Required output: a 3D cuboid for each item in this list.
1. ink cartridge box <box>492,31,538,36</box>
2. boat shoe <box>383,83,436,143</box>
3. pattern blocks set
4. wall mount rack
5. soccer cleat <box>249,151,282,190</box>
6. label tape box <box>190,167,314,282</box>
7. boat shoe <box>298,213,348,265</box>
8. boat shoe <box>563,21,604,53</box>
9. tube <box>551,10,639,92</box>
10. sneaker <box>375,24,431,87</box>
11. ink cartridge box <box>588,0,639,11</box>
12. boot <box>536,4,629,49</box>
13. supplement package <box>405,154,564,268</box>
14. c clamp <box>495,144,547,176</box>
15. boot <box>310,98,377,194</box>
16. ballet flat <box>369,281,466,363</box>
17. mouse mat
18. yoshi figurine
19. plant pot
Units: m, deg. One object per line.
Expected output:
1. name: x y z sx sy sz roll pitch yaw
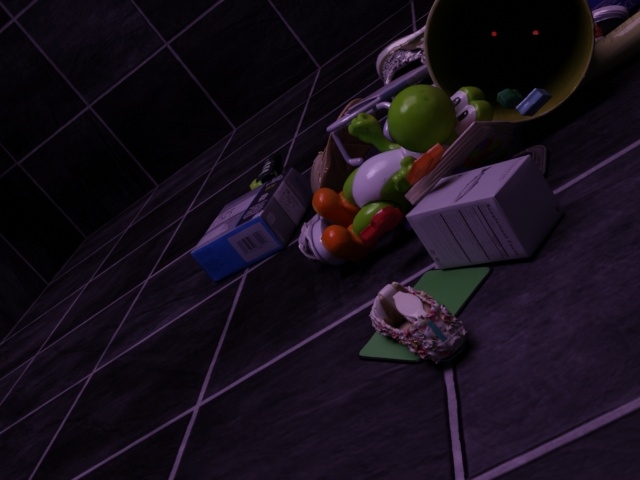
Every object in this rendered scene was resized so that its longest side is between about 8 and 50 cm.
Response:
1. ink cartridge box: 0.374 -0.400 1.753 0.239 0.060 0.275 -36 33 13
2. boat shoe: 0.239 -0.305 1.851 0.226 0.083 0.076 -44 17 -18
3. pattern blocks set: 0.222 -0.118 1.291 0.285 0.026 0.325 -18 -26 -47
4. wall mount rack: 0.192 -0.260 1.583 0.350 0.130 0.304 -38 13 -34
5. soccer cleat: -0.148 -0.201 2.431 0.072 0.060 0.179 -10 38 39
6. label tape box: -0.146 -0.067 1.994 0.241 0.106 0.333 -26 21 33
7. boat shoe: 0.000 0.000 1.556 0.088 0.096 0.267 -39 16 12
8. boat shoe: 0.470 -0.346 1.493 0.049 0.043 0.137 -12 -20 -28
9. tube: 0.477 -0.308 1.432 0.240 0.062 0.070 -36 -27 30
10. sneaker: 0.319 -0.509 2.155 0.410 0.158 0.182 -36 28 31
11. ink cartridge box: 0.584 -0.563 1.690 0.270 0.151 0.395 -37 16 5
12. boot: 0.503 -0.375 1.558 0.190 0.069 0.086 -22 45 36
13. supplement package: 0.231 -0.037 1.152 0.105 0.105 0.179 -44 18 -32
14. c clamp: 0.304 -0.100 1.310 0.137 0.022 0.160 -26 22 36
15. boot: 0.046 -0.197 1.821 0.203 0.095 0.262 -113 38 -75
16. ballet flat: 0.118 0.094 1.086 0.091 0.077 0.241 -43 18 -10
17. mouse mat: 0.146 0.102 1.149 0.189 0.007 0.153 -48 20 -25
18. yoshi figurine: 0.118 -0.137 1.366 0.362 0.203 0.203 -44 -3 27
19. plant pot: 0.342 -0.378 1.458 0.275 0.274 0.293 -31 11 24
